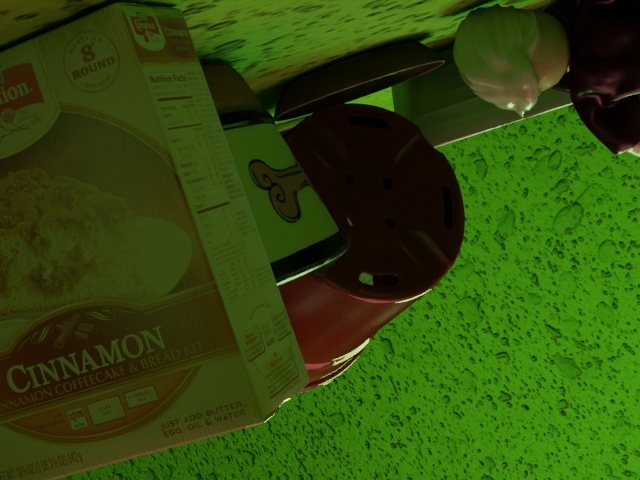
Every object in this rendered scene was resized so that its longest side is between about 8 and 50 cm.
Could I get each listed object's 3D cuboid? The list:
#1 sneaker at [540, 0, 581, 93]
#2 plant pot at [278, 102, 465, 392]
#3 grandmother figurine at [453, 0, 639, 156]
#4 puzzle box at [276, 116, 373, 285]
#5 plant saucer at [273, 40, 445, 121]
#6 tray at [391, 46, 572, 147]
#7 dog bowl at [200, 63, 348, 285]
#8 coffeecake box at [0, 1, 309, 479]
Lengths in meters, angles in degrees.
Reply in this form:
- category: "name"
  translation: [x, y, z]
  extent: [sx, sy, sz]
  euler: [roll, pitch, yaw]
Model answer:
- category: "sneaker"
  translation: [0.310, -0.208, 1.039]
  extent: [0.281, 0.106, 0.162]
  euler: [-19, -174, -3]
- category: "plant pot"
  translation: [0.000, 0.000, 1.132]
  extent: [0.272, 0.272, 0.265]
  euler: [-20, 171, -29]
- category: "grandmother figurine"
  translation: [0.281, -0.159, 0.910]
  extent: [0.342, 0.208, 0.104]
  euler: [-3, -158, -4]
- category: "puzzle box"
  translation: [-0.090, -0.003, 1.443]
  extent: [0.409, 0.272, 0.052]
  euler: [-22, 179, -35]
- category: "plant saucer"
  translation: [0.032, -0.150, 1.012]
  extent: [0.168, 0.029, 0.168]
  euler: [-20, -178, 1]
- category: "tray"
  translation: [0.200, -0.182, 1.143]
  extent: [0.270, 0.030, 0.145]
  euler: [-17, -135, 16]
- category: "dog bowl"
  translation: [-0.195, 0.002, 0.755]
  extent: [0.408, 0.150, 0.408]
  euler: [-18, -178, 1]
- category: "coffeecake box"
  translation: [-0.107, 0.005, 0.499]
  extent: [0.142, 0.186, 0.068]
  euler: [-18, -177, 19]
